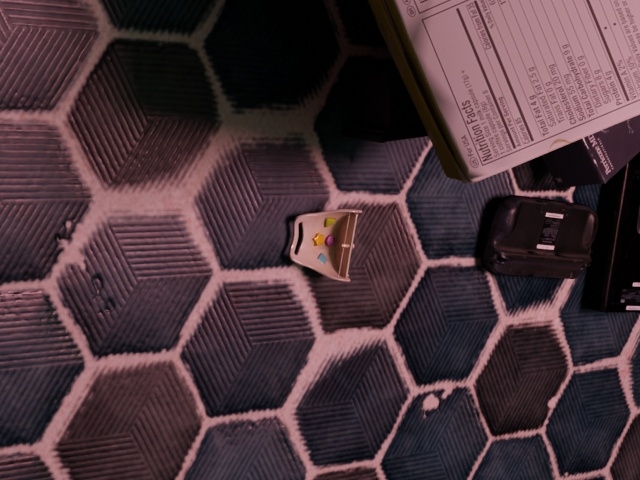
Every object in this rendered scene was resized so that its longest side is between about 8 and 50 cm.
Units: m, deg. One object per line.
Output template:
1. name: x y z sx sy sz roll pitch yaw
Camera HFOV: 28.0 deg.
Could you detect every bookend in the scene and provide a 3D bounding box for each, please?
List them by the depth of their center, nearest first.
1. bookend: 0.105 -0.199 1.471 0.157 0.072 0.156 -12 107 -36

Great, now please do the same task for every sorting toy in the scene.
1. sorting toy: 0.000 0.000 1.455 0.075 0.045 0.083 6 97 -33

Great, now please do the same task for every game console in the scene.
1. game console: 0.355 -0.012 1.739 0.361 0.044 0.213 5 96 -40

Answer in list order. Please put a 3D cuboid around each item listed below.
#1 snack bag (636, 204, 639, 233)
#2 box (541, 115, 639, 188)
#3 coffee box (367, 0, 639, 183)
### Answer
1. snack bag: 0.592 -0.165 1.822 0.323 0.037 0.342 3 95 -29
2. box: 0.346 -0.174 1.640 0.158 0.093 0.156 -40 109 -26
3. coffee box: 0.213 -0.269 1.236 0.334 0.337 0.338 -23 92 3
